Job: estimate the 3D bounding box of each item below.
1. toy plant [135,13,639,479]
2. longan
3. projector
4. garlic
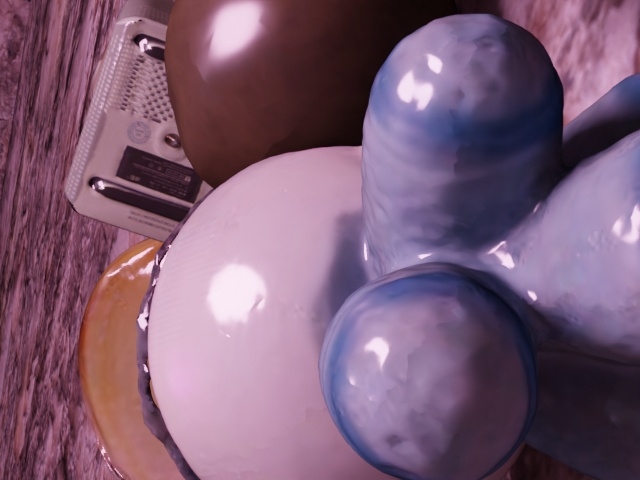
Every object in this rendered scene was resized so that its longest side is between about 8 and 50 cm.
[{"bbox_3d":[0.079,0.027,0.446,0.332,0.247,0.247,-27,62,58],"label":"toy plant"},{"bbox_3d":[-0.009,-0.123,0.660,0.212,0.198,0.198,-41,39,9],"label":"longan"},{"bbox_3d":[-0.131,-0.115,0.917,0.242,0.163,0.177,-112,42,-68],"label":"projector"},{"bbox_3d":[-0.158,0.159,1.014,0.196,0.151,0.339,-11,77,51],"label":"garlic"}]
